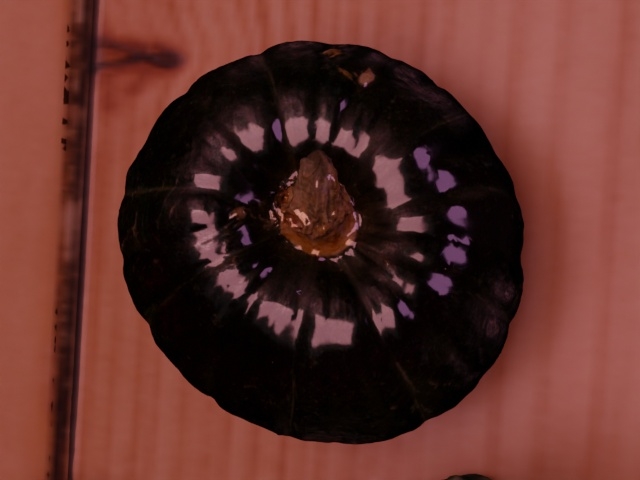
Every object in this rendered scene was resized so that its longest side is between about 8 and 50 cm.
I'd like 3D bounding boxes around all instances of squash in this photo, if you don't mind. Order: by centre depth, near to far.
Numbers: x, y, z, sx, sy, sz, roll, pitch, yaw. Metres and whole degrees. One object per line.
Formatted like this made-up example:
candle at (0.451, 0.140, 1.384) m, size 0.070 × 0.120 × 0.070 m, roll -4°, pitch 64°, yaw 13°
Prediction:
squash at (0.000, 0.002, 0.749) m, size 0.193 × 0.156 × 0.193 m, roll 0°, pitch 102°, yaw -2°

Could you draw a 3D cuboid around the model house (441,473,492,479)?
model house at (0.015, 0.270, 0.663) m, size 0.261 × 0.266 × 0.321 m, roll -18°, pitch 76°, yaw 11°
